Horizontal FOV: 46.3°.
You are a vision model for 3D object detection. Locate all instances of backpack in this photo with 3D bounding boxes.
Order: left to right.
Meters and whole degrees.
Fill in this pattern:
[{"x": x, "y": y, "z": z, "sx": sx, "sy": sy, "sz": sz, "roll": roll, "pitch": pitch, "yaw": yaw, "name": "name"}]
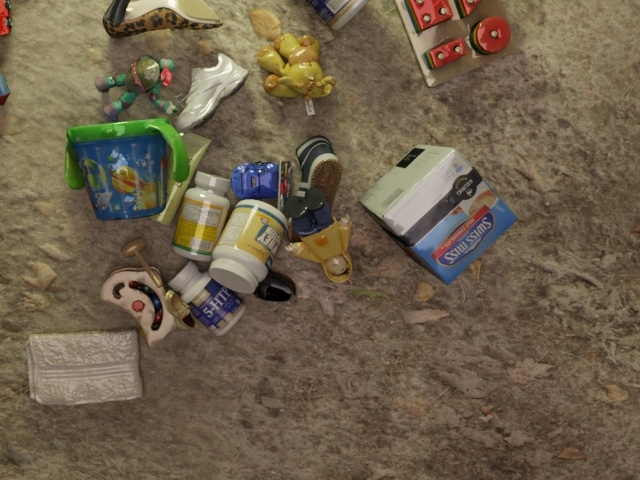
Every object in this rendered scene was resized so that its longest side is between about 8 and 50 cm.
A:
[{"x": -0.164, "y": -0.151, "z": 1.874, "sx": 0.120, "sy": 0.101, "sz": 0.097, "roll": -2, "pitch": 92, "yaw": -4, "name": "backpack"}]

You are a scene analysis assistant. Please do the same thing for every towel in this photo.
[{"x": -0.601, "y": 0.322, "z": 1.909, "sx": 0.283, "sy": 0.049, "sz": 0.187, "roll": -4, "pitch": 99, "yaw": -7, "name": "towel"}]

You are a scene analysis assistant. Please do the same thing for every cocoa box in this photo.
[{"x": 0.271, "y": -0.075, "z": 1.813, "sx": 0.231, "sy": 0.347, "sz": 0.228, "roll": -43, "pitch": 101, "yaw": 1, "name": "cocoa box"}]

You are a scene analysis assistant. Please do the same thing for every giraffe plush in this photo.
[{"x": -0.049, "y": -0.405, "z": 1.815, "sx": 0.182, "sy": 0.170, "sz": 0.210, "roll": -31, "pitch": 101, "yaw": -2, "name": "giraffe plush"}]

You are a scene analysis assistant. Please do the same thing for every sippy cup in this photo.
[{"x": -0.460, "y": -0.166, "z": 1.762, "sx": 0.240, "sy": 0.305, "sz": 0.223, "roll": -11, "pitch": 101, "yaw": -26, "name": "sippy cup"}]

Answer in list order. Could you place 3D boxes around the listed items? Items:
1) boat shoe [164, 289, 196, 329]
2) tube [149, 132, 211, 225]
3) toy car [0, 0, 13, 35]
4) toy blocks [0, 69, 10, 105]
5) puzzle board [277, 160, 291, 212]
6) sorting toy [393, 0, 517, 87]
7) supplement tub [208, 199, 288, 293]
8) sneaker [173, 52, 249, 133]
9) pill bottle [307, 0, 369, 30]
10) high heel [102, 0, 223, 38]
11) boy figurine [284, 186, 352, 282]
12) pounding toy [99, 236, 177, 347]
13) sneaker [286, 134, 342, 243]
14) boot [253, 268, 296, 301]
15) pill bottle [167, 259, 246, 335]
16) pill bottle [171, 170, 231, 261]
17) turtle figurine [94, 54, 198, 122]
[{"x": -0.339, "y": 0.171, "z": 1.832, "sx": 0.045, "sy": 0.135, "sz": 0.050, "roll": 9, "pitch": 54, "yaw": 24, "name": "boat shoe"}, {"x": -0.360, "y": -0.157, "z": 1.868, "sx": 0.070, "sy": 0.062, "sz": 0.240, "roll": 22, "pitch": 92, "yaw": -30, "name": "tube"}, {"x": -0.738, "y": -0.627, "z": 1.755, "sx": 0.225, "sy": 0.053, "sz": 0.239, "roll": -34, "pitch": 101, "yaw": -2, "name": "toy car"}, {"x": -0.891, "y": -0.353, "z": 1.729, "sx": 0.382, "sy": 0.190, "sz": 0.260, "roll": -18, "pitch": 111, "yaw": -3, "name": "toy blocks"}, {"x": -0.089, "y": -0.137, "z": 1.887, "sx": 0.011, "sy": 0.096, "sz": 0.128, "roll": 5, "pitch": 98, "yaw": 13, "name": "puzzle board"}, {"x": 0.350, "y": -0.555, "z": 1.887, "sx": 0.256, "sy": 0.089, "sz": 0.257, "roll": -24, "pitch": 100, "yaw": -4, "name": "sorting toy"}, {"x": -0.178, "y": 0.015, "z": 1.837, "sx": 0.144, "sy": 0.144, "sz": 0.199, "roll": 28, "pitch": 65, "yaw": -10, "name": "supplement tub"}, {"x": -0.291, "y": -0.364, "z": 1.842, "sx": 0.115, "sy": 0.090, "sz": 0.232, "roll": 44, "pitch": 82, "yaw": -4, "name": "sneaker"}, {"x": 0.003, "y": -0.651, "z": 1.796, "sx": 0.153, "sy": 0.153, "sz": 0.264, "roll": -44, "pitch": 101, "yaw": 0, "name": "pill bottle"}, {"x": -0.383, "y": -0.525, "z": 1.802, "sx": 0.261, "sy": 0.186, "sz": 0.093, "roll": 12, "pitch": 61, "yaw": -28, "name": "high heel"}, {"x": 0.000, "y": 0.000, "z": 1.865, "sx": 0.177, "sy": 0.092, "sz": 0.285, "roll": -23, "pitch": 132, "yaw": 2, "name": "boy figurine"}, {"x": -0.456, "y": 0.141, "z": 1.847, "sx": 0.154, "sy": 0.155, "sz": 0.269, "roll": -24, "pitch": 100, "yaw": -8, "name": "pounding toy"}, {"x": -0.026, "y": -0.133, "z": 1.901, "sx": 0.099, "sy": 0.153, "sz": 0.282, "roll": 6, "pitch": 130, "yaw": -22, "name": "sneaker"}, {"x": -0.161, "y": 0.099, "z": 1.904, "sx": 0.219, "sy": 0.106, "sz": 0.082, "roll": 19, "pitch": 95, "yaw": -10, "name": "boot"}, {"x": -0.289, "y": 0.142, "z": 1.891, "sx": 0.187, "sy": 0.112, "sz": 0.112, "roll": 44, "pitch": 91, "yaw": -11, "name": "pill bottle"}, {"x": -0.291, "y": -0.061, "z": 1.859, "sx": 0.118, "sy": 0.117, "sz": 0.208, "roll": 15, "pitch": 96, "yaw": -9, "name": "pill bottle"}, {"x": -0.417, "y": -0.380, "z": 1.786, "sx": 0.234, "sy": 0.118, "sz": 0.175, "roll": -20, "pitch": 66, "yaw": 13, "name": "turtle figurine"}]
